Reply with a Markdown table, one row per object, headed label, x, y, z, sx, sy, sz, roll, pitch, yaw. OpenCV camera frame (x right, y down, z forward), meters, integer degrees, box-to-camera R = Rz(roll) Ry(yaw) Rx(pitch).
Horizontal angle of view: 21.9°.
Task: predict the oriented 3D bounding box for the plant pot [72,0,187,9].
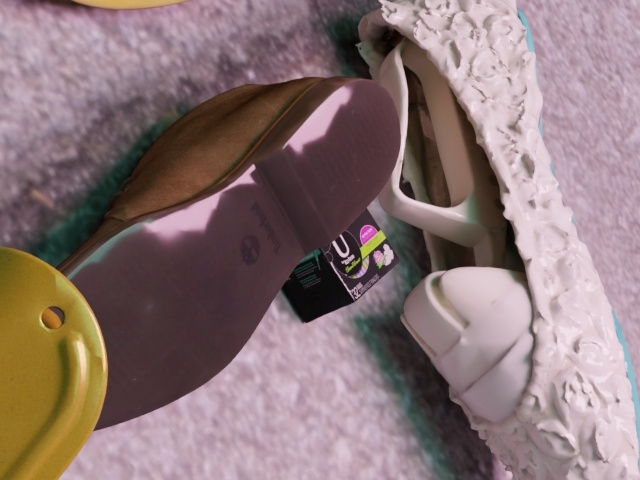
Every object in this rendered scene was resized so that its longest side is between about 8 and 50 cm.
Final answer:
| label | x | y | z | sx | sy | sz | roll | pitch | yaw |
| --- | --- | --- | --- | --- | --- | --- | --- | --- | --- |
| plant pot | -0.108 | -0.310 | 1.010 | 0.254 | 0.254 | 0.239 | -5 | 59 | -45 |

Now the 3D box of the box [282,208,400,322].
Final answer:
| label | x | y | z | sx | sy | sz | roll | pitch | yaw |
| --- | --- | --- | --- | --- | --- | --- | --- | --- | --- |
| box | 0.000 | 0.000 | 1.093 | 0.083 | 0.052 | 0.062 | 57 | 43 | -7 |

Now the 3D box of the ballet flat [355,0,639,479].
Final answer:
| label | x | y | z | sx | sy | sz | roll | pitch | yaw |
| --- | --- | --- | --- | --- | --- | --- | --- | --- | --- |
| ballet flat | 0.103 | 0.003 | 1.148 | 0.147 | 0.147 | 0.409 | 10 | 59 | -42 |

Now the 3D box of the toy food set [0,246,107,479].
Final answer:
| label | x | y | z | sx | sy | sz | roll | pitch | yaw |
| --- | --- | --- | --- | --- | --- | --- | --- | --- | --- |
| toy food set | -0.201 | 0.102 | 0.820 | 0.128 | 0.071 | 0.218 | 40 | 79 | -6 |

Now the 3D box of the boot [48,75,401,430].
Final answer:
| label | x | y | z | sx | sy | sz | roll | pitch | yaw |
| --- | --- | --- | --- | --- | --- | --- | --- | --- | --- |
| boot | -0.089 | 0.002 | 0.986 | 0.305 | 0.115 | 0.112 | -41 | 127 | -29 |
